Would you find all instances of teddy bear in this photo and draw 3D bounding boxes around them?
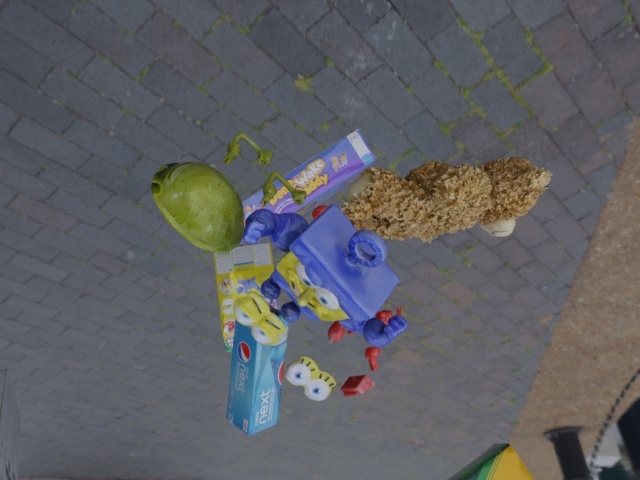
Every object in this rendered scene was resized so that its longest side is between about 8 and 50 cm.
[{"bbox_3d":[0.179,-0.048,0.794,0.337,0.113,0.245,0,157,-26],"label":"teddy bear"}]

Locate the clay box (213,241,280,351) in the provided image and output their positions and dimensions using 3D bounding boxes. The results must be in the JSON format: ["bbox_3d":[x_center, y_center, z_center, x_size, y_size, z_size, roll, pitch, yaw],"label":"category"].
[{"bbox_3d":[-0.154,0.123,1.109,0.127,0.222,0.053,-8,164,-6],"label":"clay box"}]

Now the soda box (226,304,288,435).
[{"bbox_3d":[-0.111,0.224,0.908,0.067,0.210,0.071,16,-167,41],"label":"soda box"}]

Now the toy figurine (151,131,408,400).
[{"bbox_3d":[0.000,0.000,0.567,0.363,0.191,0.217,51,149,-4],"label":"toy figurine"}]

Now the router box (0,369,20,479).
[{"bbox_3d":[-0.470,0.273,0.498,0.301,0.335,0.082,-13,109,-25],"label":"router box"}]

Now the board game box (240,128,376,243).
[{"bbox_3d":[-0.043,-0.114,1.218,0.347,0.078,0.233,-32,179,0],"label":"board game box"}]

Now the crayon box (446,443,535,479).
[{"bbox_3d":[0.314,0.498,0.830,0.165,0.279,0.081,-29,162,-13],"label":"crayon box"}]
